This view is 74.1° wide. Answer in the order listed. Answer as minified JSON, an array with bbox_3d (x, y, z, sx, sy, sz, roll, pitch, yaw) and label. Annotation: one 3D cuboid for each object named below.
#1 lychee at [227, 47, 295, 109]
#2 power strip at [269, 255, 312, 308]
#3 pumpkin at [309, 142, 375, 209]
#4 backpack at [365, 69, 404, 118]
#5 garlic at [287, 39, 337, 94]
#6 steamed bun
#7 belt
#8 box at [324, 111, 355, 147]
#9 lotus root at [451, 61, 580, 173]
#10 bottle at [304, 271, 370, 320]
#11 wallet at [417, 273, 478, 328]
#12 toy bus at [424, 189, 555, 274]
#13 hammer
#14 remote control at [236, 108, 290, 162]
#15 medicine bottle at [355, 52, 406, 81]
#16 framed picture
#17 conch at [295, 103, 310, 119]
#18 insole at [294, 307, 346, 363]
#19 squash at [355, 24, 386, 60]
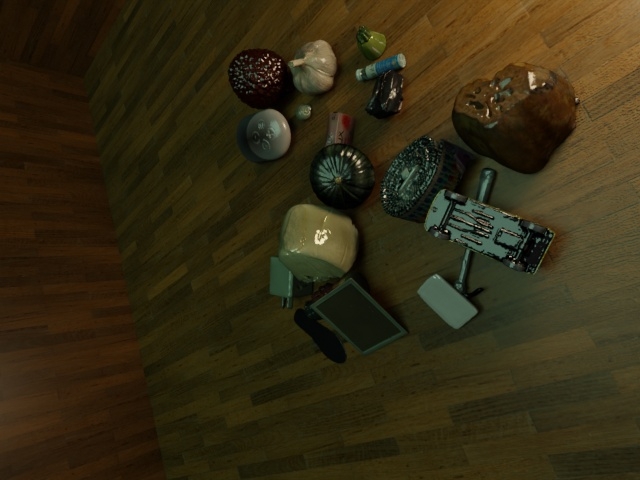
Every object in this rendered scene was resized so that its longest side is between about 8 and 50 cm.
[{"bbox_3d":[-0.257,-0.701,1.853,0.264,0.300,0.264,-162,90,-82],"label":"lychee"},{"bbox_3d":[-0.125,0.179,1.800,0.139,0.140,0.224,5,94,40],"label":"power strip"},{"bbox_3d":[0.081,-0.242,1.580,0.250,0.216,0.249,7,127,9],"label":"pumpkin"},{"bbox_3d":[0.242,-0.519,1.513,0.120,0.106,0.165,14,82,61],"label":"backpack"},{"bbox_3d":[-0.052,-0.701,1.695,0.219,0.212,0.218,5,98,37],"label":"garlic"},{"bbox_3d":[0.000,0.000,1.614,0.272,0.273,0.290,-16,60,25],"label":"steamed bun"},{"bbox_3d":[0.339,-0.199,1.398,0.295,0.161,0.207,-61,38,20],"label":"belt"},{"bbox_3d":[0.075,-0.417,1.650,0.060,0.111,0.156,12,99,40],"label":"box"},{"bbox_3d":[0.532,-0.379,1.201,0.316,0.250,0.315,-13,71,43],"label":"lotus root"},{"bbox_3d":[0.059,0.232,1.648,0.271,0.143,0.156,-32,109,33],"label":"bottle"},{"bbox_3d":[0.410,0.197,1.378,0.183,0.032,0.124,44,134,14],"label":"wallet"},{"bbox_3d":[0.482,-0.030,1.235,0.331,0.151,0.145,26,105,22],"label":"toy bus"},{"bbox_3d":[0.476,-0.020,1.351,0.152,0.044,0.426,15,99,39],"label":"hammer"},{"bbox_3d":[-0.265,-0.474,1.937,0.332,0.104,0.221,-1,104,42],"label":"remote control"},{"bbox_3d":[0.221,-0.635,1.565,0.191,0.051,0.051,-4,87,40],"label":"medicine bottle"},{"bbox_3d":[0.138,0.283,1.551,0.296,0.019,0.232,45,125,-10],"label":"framed picture"},{"bbox_3d":[-0.080,-0.555,1.821,0.085,0.057,0.076,0,77,40],"label":"conch"},{"bbox_3d":[-0.005,0.397,1.782,0.322,0.007,0.109,36,111,35],"label":"insole"},{"bbox_3d":[0.166,-0.735,1.558,0.105,0.132,0.105,-1,88,39],"label":"squash"}]
